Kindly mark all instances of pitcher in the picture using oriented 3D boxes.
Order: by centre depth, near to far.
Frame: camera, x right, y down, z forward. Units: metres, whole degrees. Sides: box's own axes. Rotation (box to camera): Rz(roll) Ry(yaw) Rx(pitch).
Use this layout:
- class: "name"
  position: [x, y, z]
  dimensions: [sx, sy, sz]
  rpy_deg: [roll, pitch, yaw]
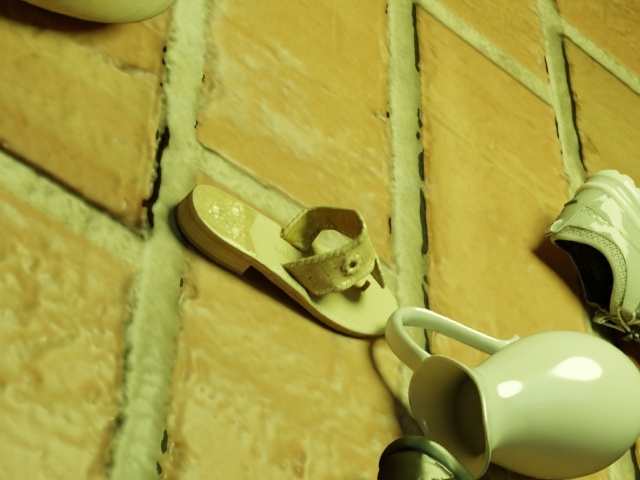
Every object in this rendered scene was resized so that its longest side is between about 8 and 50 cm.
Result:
- class: "pitcher"
  position: [0.163, 0.121, 1.407]
  dimensions: [0.207, 0.125, 0.178]
  rpy_deg: [-1, 48, -38]

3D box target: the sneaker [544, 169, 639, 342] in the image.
- class: "sneaker"
  position: [0.328, 0.071, 1.724]
  dimensions: [0.115, 0.105, 0.281]
  rpy_deg: [-35, 89, -26]

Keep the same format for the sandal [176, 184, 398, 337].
- class: "sandal"
  position: [0.001, 0.005, 1.357]
  dimensions: [0.240, 0.079, 0.088]
  rpy_deg: [26, 37, -34]

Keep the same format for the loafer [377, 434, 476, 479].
- class: "loafer"
  position: [0.118, 0.246, 1.252]
  dimensions: [0.220, 0.080, 0.078]
  rpy_deg: [41, 40, -3]

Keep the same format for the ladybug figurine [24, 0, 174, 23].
- class: "ladybug figurine"
  position: [-0.258, -0.346, 1.338]
  dimensions: [0.449, 0.162, 0.305]
  rpy_deg: [30, 35, -30]
